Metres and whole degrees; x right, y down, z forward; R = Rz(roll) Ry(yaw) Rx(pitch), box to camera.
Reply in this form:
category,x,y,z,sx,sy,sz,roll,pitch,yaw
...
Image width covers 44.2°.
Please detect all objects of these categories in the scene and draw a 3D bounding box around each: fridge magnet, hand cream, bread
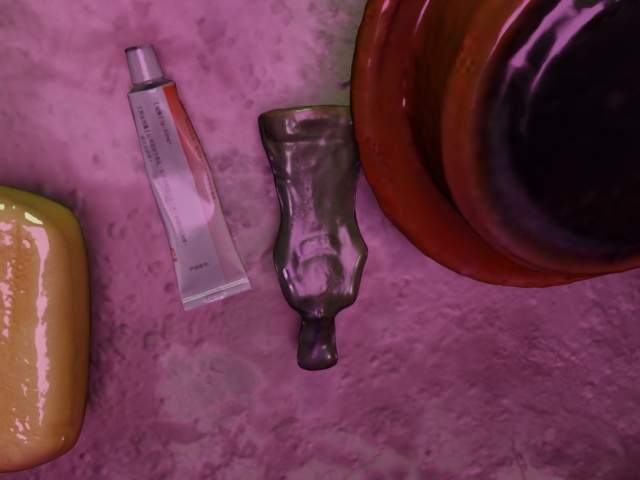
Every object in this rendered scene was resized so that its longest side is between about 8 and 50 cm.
category,x,y,z,sx,sy,sz,roll,pitch,yaw
fridge magnet,0.201,-0.118,0.583,0.364,0.155,0.363,-6,119,-11
hand cream,-0.110,-0.050,0.632,0.052,0.038,0.216,-8,108,18
bread,-0.246,0.065,0.597,0.147,0.098,0.217,5,97,-8

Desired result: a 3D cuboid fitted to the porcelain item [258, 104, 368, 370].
category,x,y,z,sx,sy,sz,roll,pitch,yaw
porcelain item,0.000,0.000,0.635,0.081,0.069,0.215,-6,100,-19
